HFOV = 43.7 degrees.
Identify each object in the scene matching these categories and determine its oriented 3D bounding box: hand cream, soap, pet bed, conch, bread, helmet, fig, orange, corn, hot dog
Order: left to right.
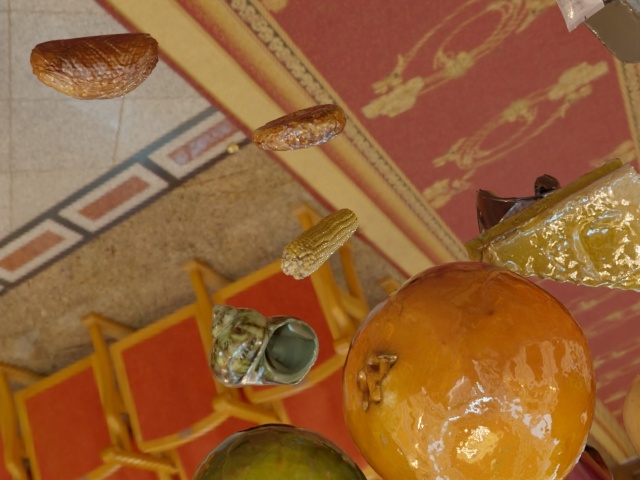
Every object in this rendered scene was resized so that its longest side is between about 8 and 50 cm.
[{"bbox_3d":[-0.403,-0.320,1.448,0.227,0.160,0.099,-11,123,-9],"label":"hot dog"},{"bbox_3d":[-0.114,0.181,1.410,0.187,0.124,0.181,-39,136,-14],"label":"conch"},{"bbox_3d":[-0.055,0.374,1.043,0.258,0.258,0.326,-16,163,-6],"label":"fig"},{"bbox_3d":[-0.038,-0.217,1.551,0.193,0.063,0.193,-14,-163,4],"label":"bread"},{"bbox_3d":[0.000,0.000,2.191,0.305,0.106,0.106,-42,173,-44],"label":"corn"},{"bbox_3d":[0.180,0.179,0.977,0.312,0.312,0.312,-15,152,-8],"label":"orange"},{"bbox_3d":[0.438,-0.039,1.705,0.189,0.193,0.216,-15,159,-13],"label":"helmet"},{"bbox_3d":[0.382,-0.404,1.233,0.053,0.142,0.084,-24,176,-23],"label":"hand cream"},{"bbox_3d":[0.482,0.060,1.473,0.339,0.304,0.169,-31,-178,15],"label":"soap"},{"bbox_3d":[0.696,-0.513,1.733,0.211,0.183,0.159,39,80,-18],"label":"pet bed"}]

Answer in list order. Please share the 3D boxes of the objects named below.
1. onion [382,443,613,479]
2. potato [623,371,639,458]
[{"bbox_3d":[0.280,0.489,1.304,0.399,0.420,0.398,9,162,3],"label":"onion"},{"bbox_3d":[0.425,0.220,0.839,0.150,0.234,0.146,-29,148,-8],"label":"potato"}]
